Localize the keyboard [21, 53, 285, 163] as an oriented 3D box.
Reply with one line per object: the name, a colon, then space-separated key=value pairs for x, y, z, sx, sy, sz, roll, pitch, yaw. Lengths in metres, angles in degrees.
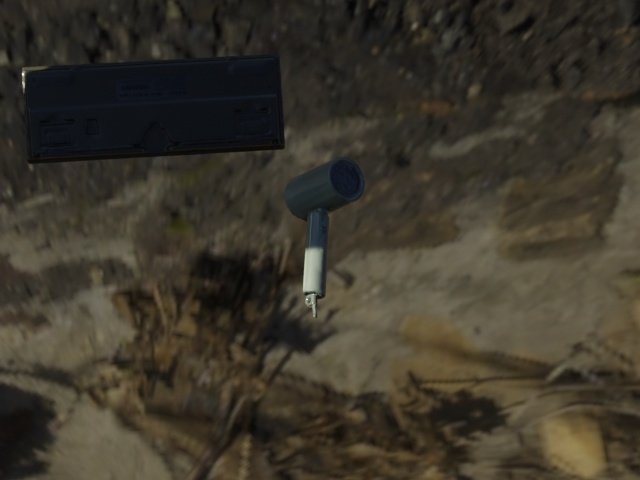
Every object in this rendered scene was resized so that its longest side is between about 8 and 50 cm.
keyboard: x=-0.083 y=-0.066 z=0.924 sx=0.129 sy=0.015 sz=0.049 roll=-4 pitch=87 yaw=-6

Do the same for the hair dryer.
hair dryer: x=0.000 y=0.000 z=1.435 sx=0.038 sy=0.063 sz=0.124 roll=18 pitch=64 yaw=-32
